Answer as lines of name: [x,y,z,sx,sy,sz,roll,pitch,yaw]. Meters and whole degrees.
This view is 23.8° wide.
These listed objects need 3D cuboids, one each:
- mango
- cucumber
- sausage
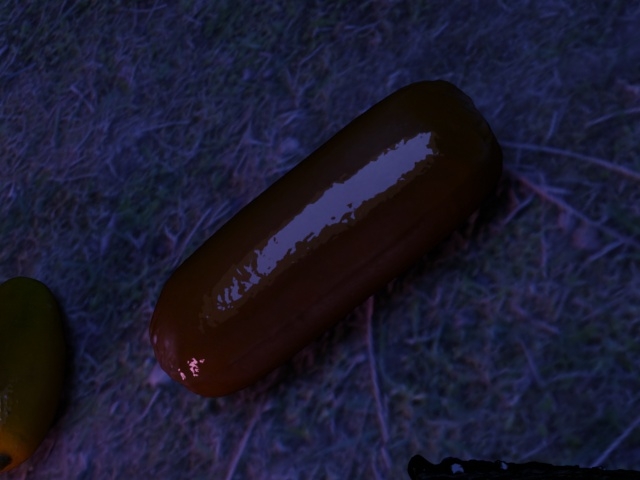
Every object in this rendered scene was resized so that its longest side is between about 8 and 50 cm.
mango: [-0.240,0.099,1.152,0.101,0.066,0.187,-17,46,25]
cucumber: [0.152,0.153,0.835,0.245,0.067,0.067,-4,61,36]
sausage: [0.000,0.001,1.015,0.274,0.105,0.105,-39,48,9]
